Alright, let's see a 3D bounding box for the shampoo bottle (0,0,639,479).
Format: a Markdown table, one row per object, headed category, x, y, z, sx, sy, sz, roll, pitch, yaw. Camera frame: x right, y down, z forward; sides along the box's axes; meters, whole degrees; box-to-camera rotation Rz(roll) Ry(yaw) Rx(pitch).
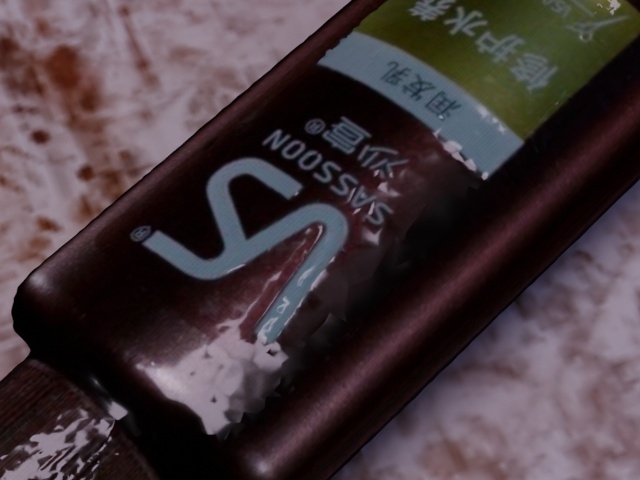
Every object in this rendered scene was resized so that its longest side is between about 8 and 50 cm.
| category | x | y | z | sx | sy | sz | roll | pitch | yaw |
| --- | --- | --- | --- | --- | --- | --- | --- | --- | --- |
| shampoo bottle | 0.000 | 0.000 | 0.642 | 0.129 | 0.084 | 0.323 | 37 | 65 | 27 |
